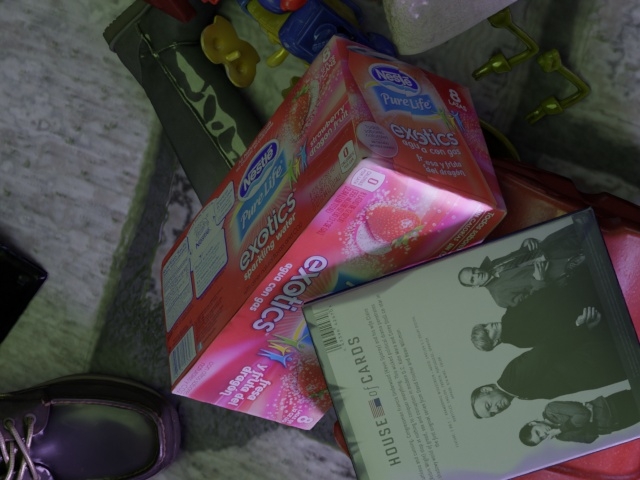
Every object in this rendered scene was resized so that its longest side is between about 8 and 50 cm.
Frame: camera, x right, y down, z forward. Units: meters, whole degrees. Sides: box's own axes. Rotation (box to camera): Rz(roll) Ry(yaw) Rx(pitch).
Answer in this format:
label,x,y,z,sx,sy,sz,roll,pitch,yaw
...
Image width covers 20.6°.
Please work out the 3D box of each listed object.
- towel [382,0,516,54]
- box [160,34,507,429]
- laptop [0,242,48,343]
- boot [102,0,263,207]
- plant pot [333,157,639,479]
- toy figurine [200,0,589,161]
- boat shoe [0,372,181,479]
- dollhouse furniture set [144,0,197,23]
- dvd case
label,x,y,z,sx,sy,sz,roll,pitch,yaw
towel,0.151,-0.291,1.412,0.049,0.282,0.187,37,153,57
box,0.000,0.000,1.456,0.300,0.142,0.154,-51,34,34
laptop,-0.448,0.021,1.891,0.264,0.136,0.234,33,115,-11
boot,-0.097,-0.151,1.658,0.189,0.076,0.208,-39,76,39
plant pot,0.182,0.086,1.482,0.272,0.272,0.265,24,101,19
toy figurine,0.035,-0.195,1.562,0.362,0.217,0.191,32,101,-30
boat shoe,-0.316,0.216,1.790,0.355,0.130,0.132,-6,99,19
dollhouse furniture set,-0.166,-0.365,1.455,0.152,0.374,0.201,31,81,24
dvd case,0.124,0.096,1.357,0.238,0.029,0.179,-19,86,9
